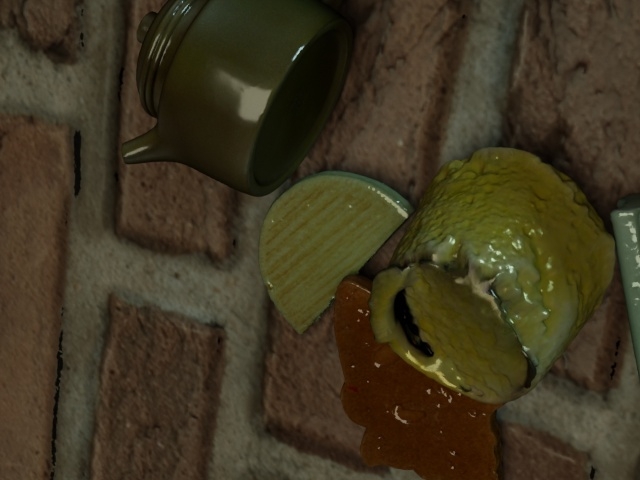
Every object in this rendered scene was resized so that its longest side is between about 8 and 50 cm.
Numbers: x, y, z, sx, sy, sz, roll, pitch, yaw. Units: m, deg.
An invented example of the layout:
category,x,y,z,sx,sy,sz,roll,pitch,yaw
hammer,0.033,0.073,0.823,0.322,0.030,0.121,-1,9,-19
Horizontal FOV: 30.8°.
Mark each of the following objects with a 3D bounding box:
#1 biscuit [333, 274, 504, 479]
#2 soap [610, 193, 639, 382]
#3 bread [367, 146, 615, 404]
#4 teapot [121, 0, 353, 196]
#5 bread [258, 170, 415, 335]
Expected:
category,x,y,z,sx,sy,sz,roll,pitch,yaw
biscuit,0.094,0.152,1.143,0.183,0.043,0.280,-26,100,30
soap,0.329,0.055,1.010,0.119,0.066,0.198,-8,103,22
bread,0.148,0.032,1.016,0.197,0.170,0.197,20,133,23
teapot,-0.080,-0.166,1.048,0.175,0.185,0.268,30,78,12
bread,-0.001,-0.005,1.143,0.112,0.036,0.193,43,121,5
